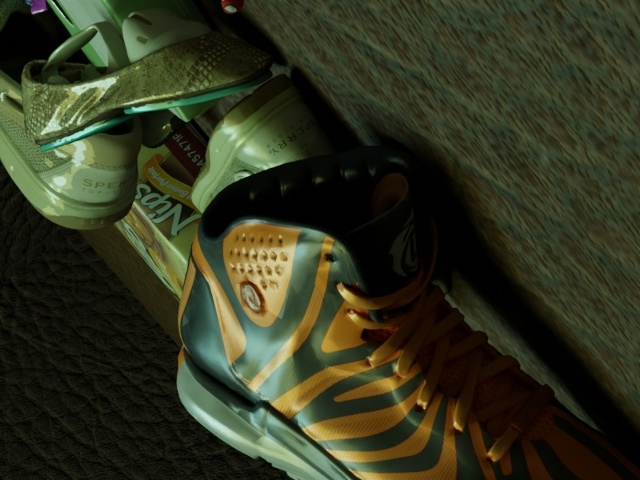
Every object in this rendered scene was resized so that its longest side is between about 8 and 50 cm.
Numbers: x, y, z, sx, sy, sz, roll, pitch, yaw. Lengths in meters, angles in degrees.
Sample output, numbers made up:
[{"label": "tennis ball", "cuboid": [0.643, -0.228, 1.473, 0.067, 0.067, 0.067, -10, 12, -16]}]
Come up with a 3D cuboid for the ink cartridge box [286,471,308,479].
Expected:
[{"label": "ink cartridge box", "cuboid": [0.035, 0.179, 1.581, 0.139, 0.082, 0.191, 28, 163, 17]}]

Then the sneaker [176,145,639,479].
[{"label": "sneaker", "cuboid": [0.056, 0.066, 0.966, 0.321, 0.124, 0.180, 23, 131, 21]}]

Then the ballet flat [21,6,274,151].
[{"label": "ballet flat", "cuboid": [-0.117, -0.106, 1.139, 0.206, 0.073, 0.067, -13, 98, 38]}]

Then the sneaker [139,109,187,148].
[{"label": "sneaker", "cuboid": [-0.148, -0.126, 1.463, 0.075, 0.057, 0.161, 49, 176, -25]}]

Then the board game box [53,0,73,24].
[{"label": "board game box", "cuboid": [-0.279, -0.287, 1.536, 0.165, 0.042, 0.243, 43, 168, 45]}]

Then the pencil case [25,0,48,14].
[{"label": "pencil case", "cuboid": [-0.236, -0.250, 1.382, 0.064, 0.070, 0.152, -18, 119, 36]}]

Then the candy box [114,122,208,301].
[{"label": "candy box", "cuboid": [-0.131, -0.026, 1.684, 0.183, 0.087, 0.316, 49, 172, 14]}]

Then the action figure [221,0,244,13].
[{"label": "action figure", "cuboid": [-0.057, -0.154, 0.980, 0.038, 0.030, 0.115, 42, 170, 25]}]

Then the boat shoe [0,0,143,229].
[{"label": "boat shoe", "cuboid": [-0.249, -0.163, 1.469, 0.341, 0.121, 0.110, 46, 140, 20]}]

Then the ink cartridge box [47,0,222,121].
[{"label": "ink cartridge box", "cuboid": [-0.152, -0.180, 1.271, 0.171, 0.056, 0.235, 56, 172, -24]}]

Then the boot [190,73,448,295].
[{"label": "boot", "cuboid": [0.000, 0.000, 1.149, 0.165, 0.077, 0.213, 49, 166, 8]}]
